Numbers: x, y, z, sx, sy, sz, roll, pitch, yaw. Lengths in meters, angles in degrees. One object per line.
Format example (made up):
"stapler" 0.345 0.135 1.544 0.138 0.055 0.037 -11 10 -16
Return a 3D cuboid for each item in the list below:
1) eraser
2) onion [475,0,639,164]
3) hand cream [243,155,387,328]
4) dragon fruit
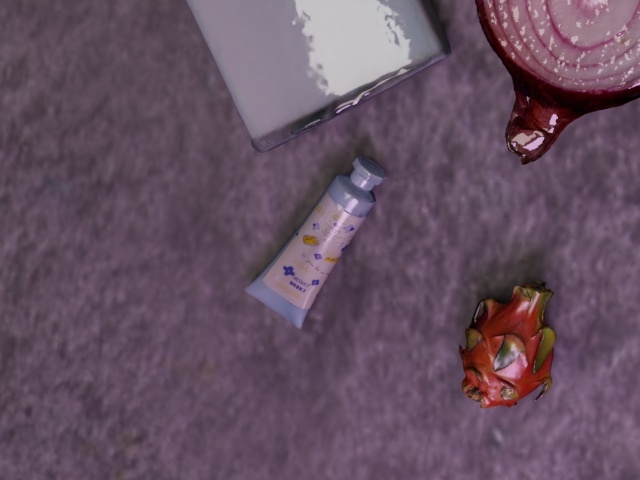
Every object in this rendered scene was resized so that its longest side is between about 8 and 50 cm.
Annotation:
"eraser" -0.032 -0.241 1.127 0.189 0.104 0.290 -23 94 23
"onion" 0.207 -0.161 1.058 0.195 0.140 0.218 22 107 14
"hand cream" 0.000 0.000 1.201 0.065 0.043 0.171 36 111 2
"dragon fruit" 0.164 0.088 1.155 0.086 0.081 0.116 20 102 44
